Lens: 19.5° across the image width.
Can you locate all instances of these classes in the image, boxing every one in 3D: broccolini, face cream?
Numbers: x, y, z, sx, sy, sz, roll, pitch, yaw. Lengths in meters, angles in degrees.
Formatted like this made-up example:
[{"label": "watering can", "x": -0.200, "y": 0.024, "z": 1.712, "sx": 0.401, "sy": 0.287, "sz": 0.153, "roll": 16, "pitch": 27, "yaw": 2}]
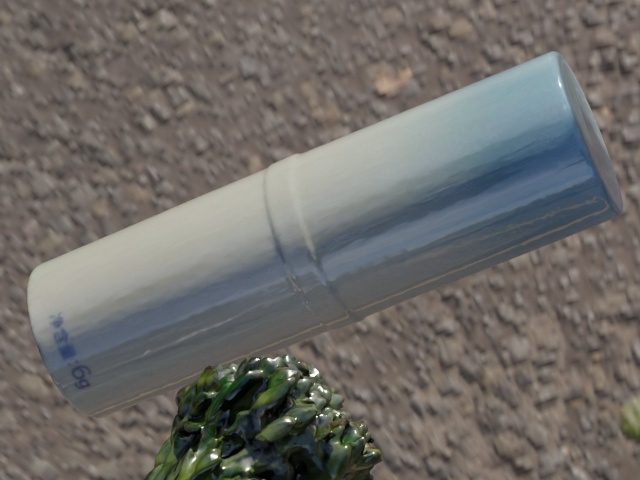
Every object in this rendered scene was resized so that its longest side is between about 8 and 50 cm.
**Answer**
[{"label": "broccolini", "x": -0.055, "y": 0.117, "z": 0.511, "sx": 0.091, "sy": 0.068, "sz": 0.203, "roll": 7, "pitch": 55, "yaw": 55}, {"label": "face cream", "x": 0.000, "y": 0.000, "z": 0.796, "sx": 0.250, "sy": 0.077, "sz": 0.077, "roll": -21, "pitch": 64, "yaw": 15}]
